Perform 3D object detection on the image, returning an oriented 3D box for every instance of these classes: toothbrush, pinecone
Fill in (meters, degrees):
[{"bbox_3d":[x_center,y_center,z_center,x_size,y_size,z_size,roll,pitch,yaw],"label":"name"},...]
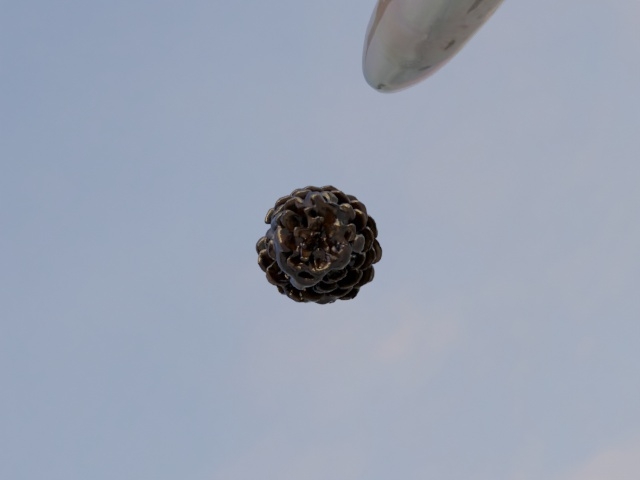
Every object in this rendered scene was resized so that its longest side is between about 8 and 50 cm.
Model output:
[{"bbox_3d":[0.074,-0.118,0.297,0.029,0.025,0.307,-48,-3,-44],"label":"toothbrush"},{"bbox_3d":[0.000,0.000,1.113,0.077,0.077,0.083,-39,-14,-18],"label":"pinecone"}]
